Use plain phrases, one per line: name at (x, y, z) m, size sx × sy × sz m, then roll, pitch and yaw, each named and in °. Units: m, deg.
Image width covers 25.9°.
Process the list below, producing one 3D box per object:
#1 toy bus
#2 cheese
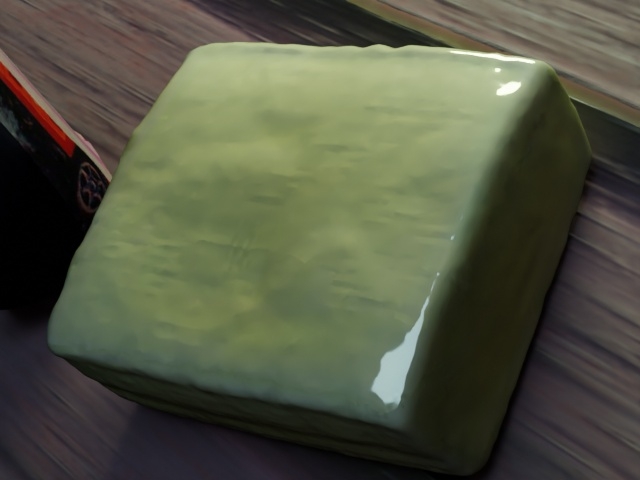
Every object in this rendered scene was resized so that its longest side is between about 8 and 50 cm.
toy bus at (-0.258, -0.081, 0.934) m, size 0.127 × 0.303 × 0.147 m, roll -33°, pitch 42°, yaw 5°
cheese at (0.000, 0.000, 0.850) m, size 0.265 × 0.124 × 0.243 m, roll 7°, pitch 66°, yaw 33°
